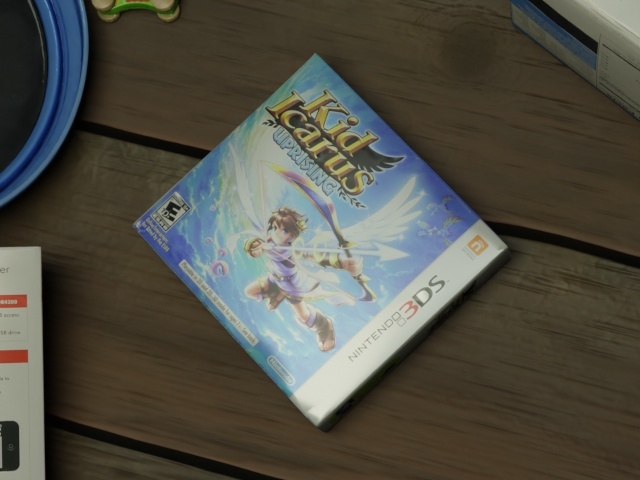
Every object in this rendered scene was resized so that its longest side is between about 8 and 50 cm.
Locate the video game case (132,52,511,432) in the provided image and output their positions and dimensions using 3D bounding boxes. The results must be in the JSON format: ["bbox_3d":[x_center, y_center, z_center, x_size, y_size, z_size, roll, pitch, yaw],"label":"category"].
[{"bbox_3d":[0.000,0.000,1.507,0.244,0.061,0.269,-43,76,-2],"label":"video game case"}]

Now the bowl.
[{"bbox_3d":[-0.421,-0.187,1.526,0.391,0.077,0.391,4,77,-18],"label":"bowl"}]

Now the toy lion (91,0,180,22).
[{"bbox_3d":[-0.189,-0.270,1.608,0.100,0.034,0.096,2,71,9],"label":"toy lion"}]

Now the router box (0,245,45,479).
[{"bbox_3d":[-0.419,0.158,1.455,0.336,0.082,0.301,0,87,-11],"label":"router box"}]

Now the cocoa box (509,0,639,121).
[{"bbox_3d":[0.358,-0.289,1.422,0.231,0.228,0.347,40,87,13],"label":"cocoa box"}]
